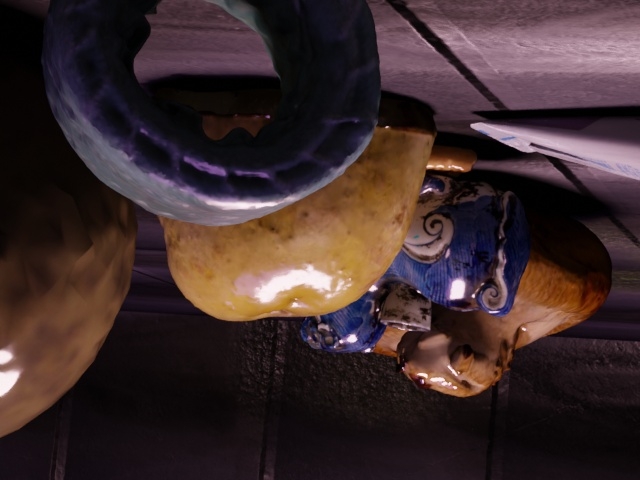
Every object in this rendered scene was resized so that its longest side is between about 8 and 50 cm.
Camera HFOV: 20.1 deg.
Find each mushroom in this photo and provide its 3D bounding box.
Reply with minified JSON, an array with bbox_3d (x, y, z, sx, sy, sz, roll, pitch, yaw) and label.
[{"bbox_3d":[0.172,0.076,2.127,0.345,0.260,0.345,-5,161,-2],"label":"mushroom"}]

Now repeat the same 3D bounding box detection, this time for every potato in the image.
[{"bbox_3d":[-0.038,-0.030,1.742,0.285,0.242,0.242,4,172,-7],"label":"potato"}]

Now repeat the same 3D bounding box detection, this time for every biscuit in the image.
[{"bbox_3d":[0.074,-0.081,1.914,0.144,0.033,0.224,6,174,-10],"label":"biscuit"}]

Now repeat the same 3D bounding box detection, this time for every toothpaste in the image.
[{"bbox_3d":[0.290,-0.086,1.666,0.299,0.073,0.114,8,176,37],"label":"toothpaste"}]

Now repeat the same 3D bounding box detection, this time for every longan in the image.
[{"bbox_3d":[-0.355,-0.005,1.584,0.391,0.391,0.391,5,172,1],"label":"longan"}]

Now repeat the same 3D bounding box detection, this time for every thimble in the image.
[{"bbox_3d":[-0.080,-0.121,1.204,0.235,0.198,0.143,40,166,-9],"label":"thimble"}]

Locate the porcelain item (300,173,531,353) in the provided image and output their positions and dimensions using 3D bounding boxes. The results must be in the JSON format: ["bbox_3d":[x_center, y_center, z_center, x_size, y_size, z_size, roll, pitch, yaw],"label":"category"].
[{"bbox_3d":[0.088,0.027,1.911,0.288,0.186,0.138,-1,171,37],"label":"porcelain item"}]
